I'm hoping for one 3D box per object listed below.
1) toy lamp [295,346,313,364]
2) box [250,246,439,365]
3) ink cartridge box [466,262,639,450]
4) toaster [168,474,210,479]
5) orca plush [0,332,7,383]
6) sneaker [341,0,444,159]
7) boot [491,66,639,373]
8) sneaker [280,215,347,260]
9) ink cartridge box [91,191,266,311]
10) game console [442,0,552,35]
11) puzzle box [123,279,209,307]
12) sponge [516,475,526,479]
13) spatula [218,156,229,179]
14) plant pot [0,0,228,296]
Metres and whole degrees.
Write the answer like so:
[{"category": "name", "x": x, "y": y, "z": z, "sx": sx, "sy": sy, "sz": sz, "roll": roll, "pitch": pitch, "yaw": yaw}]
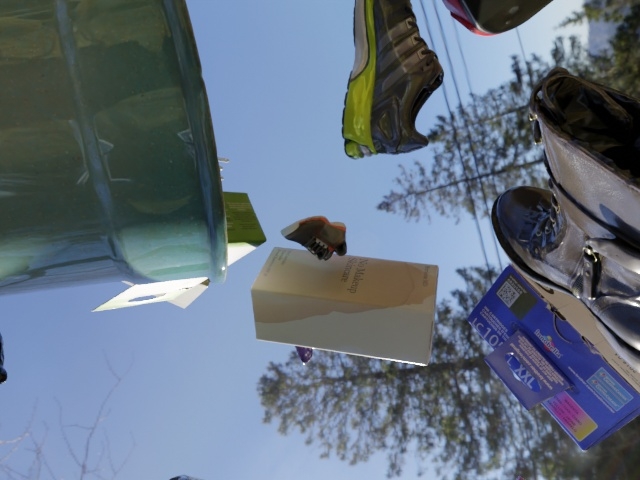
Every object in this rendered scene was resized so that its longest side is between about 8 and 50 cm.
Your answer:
[{"category": "toy lamp", "x": 0.077, "y": 0.170, "z": 1.122, "sx": 0.080, "sy": 0.274, "sz": 0.080, "roll": 157, "pitch": 90, "yaw": -86}, {"category": "box", "x": 0.047, "y": 0.111, "z": 0.969, "sx": 0.148, "sy": 0.310, "sz": 0.121, "roll": -68, "pitch": -20, "yaw": -56}, {"category": "ink cartridge box", "x": 0.439, "y": 0.150, "z": 0.890, "sx": 0.395, "sy": 0.151, "sz": 0.270, "roll": -10, "pitch": -130, "yaw": -37}, {"category": "toaster", "x": -0.210, "y": 0.498, "z": 0.970, "sx": 0.146, "sy": 0.227, "sz": 0.129, "roll": 19, "pitch": -120, "yaw": -17}, {"category": "orca plush", "x": -0.634, "y": 0.258, "z": 0.990, "sx": 0.287, "sy": 0.102, "sz": 0.151, "roll": -94, "pitch": -16, "yaw": -64}, {"category": "sneaker", "x": 0.110, "y": -0.256, "z": 0.737, "sx": 0.111, "sy": 0.121, "sz": 0.300, "roll": -23, "pitch": -60, "yaw": -70}, {"category": "boot", "x": 0.200, "y": -0.034, "z": 0.414, "sx": 0.229, "sy": 0.091, "sz": 0.263, "roll": 54, "pitch": -177, "yaw": -39}, {"category": "sneaker", "x": 0.000, "y": 0.000, "z": 0.907, "sx": 0.157, "sy": 0.061, "sz": 0.065, "roll": 3, "pitch": -114, "yaw": -51}, {"category": "ink cartridge box", "x": -0.249, "y": 0.020, "z": 0.905, "sx": 0.188, "sy": 0.255, "sz": 0.097, "roll": -4, "pitch": -113, "yaw": -59}, {"category": "game console", "x": 0.238, "y": -0.374, "z": 0.449, "sx": 0.342, "sy": 0.386, "sz": 0.060, "roll": 21, "pitch": -142, "yaw": -54}, {"category": "puzzle box", "x": -0.405, "y": 0.062, "z": 1.269, "sx": 0.272, "sy": 0.409, "sz": 0.052, "roll": 27, "pitch": -111, "yaw": -14}, {"category": "sponge", "x": 0.236, "y": 0.299, "z": 0.442, "sx": 0.031, "sy": 0.210, "sz": 0.117, "roll": -32, "pitch": -39, "yaw": -37}, {"category": "spatula", "x": -0.394, "y": -0.222, "z": 1.579, "sx": 0.168, "sy": 0.241, "sz": 0.019, "roll": -94, "pitch": 15, "yaw": -57}, {"category": "plant pot", "x": -0.287, "y": -0.088, "z": 0.496, "sx": 0.333, "sy": 0.341, "sz": 0.342, "roll": -13, "pitch": -91, "yaw": -16}]
